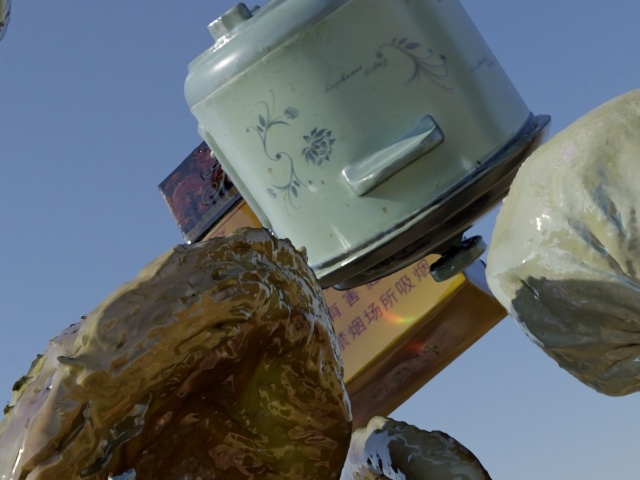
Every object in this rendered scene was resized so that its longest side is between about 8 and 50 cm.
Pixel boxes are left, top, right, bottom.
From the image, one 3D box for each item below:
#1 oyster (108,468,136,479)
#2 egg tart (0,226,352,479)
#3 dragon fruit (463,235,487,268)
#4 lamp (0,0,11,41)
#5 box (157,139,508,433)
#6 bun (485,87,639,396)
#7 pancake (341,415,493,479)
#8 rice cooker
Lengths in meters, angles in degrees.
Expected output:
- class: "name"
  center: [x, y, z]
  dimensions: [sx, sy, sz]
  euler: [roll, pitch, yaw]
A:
- class: "oyster"
  center: [-0.067, 0.147, 0.618]
  dimensions: [0.100, 0.098, 0.037]
  euler: [19, -78, -57]
- class: "egg tart"
  center: [-0.111, 0.146, 0.877]
  dimensions: [0.150, 0.352, 0.352]
  euler: [19, 2, 29]
- class: "dragon fruit"
  center: [0.126, 0.065, 1.691]
  dimensions: [0.188, 0.182, 0.182]
  euler: [17, -3, 24]
- class: "lamp"
  center: [-0.388, -0.265, 1.451]
  dimensions: [0.101, 0.101, 0.250]
  euler: [-16, -10, -13]
- class: "box"
  center: [0.000, 0.000, 1.508]
  dimensions: [0.264, 0.415, 0.115]
  euler: [-43, -39, 16]
- class: "bun"
  center: [0.234, 0.011, 0.904]
  dimensions: [0.231, 0.231, 0.133]
  euler: [-22, 23, 3]
- class: "pancake"
  center: [0.090, 0.291, 0.987]
  dimensions: [0.065, 0.356, 0.356]
  euler: [-14, -19, -20]
- class: "rice cooker"
  center: [0.043, -0.098, 1.144]
  dimensions: [0.264, 0.317, 0.316]
  euler: [-34, -19, 2]
